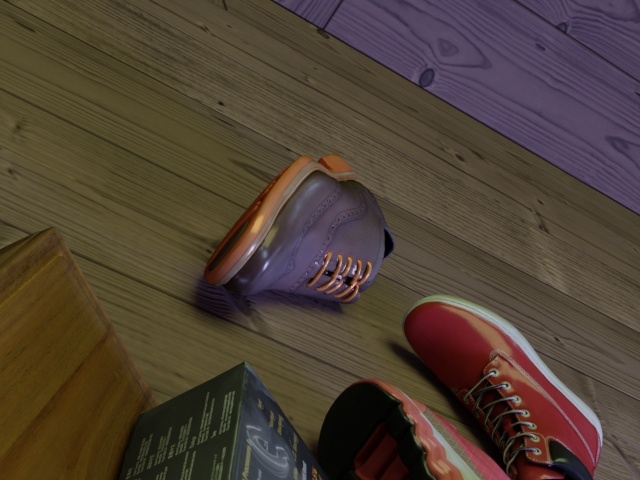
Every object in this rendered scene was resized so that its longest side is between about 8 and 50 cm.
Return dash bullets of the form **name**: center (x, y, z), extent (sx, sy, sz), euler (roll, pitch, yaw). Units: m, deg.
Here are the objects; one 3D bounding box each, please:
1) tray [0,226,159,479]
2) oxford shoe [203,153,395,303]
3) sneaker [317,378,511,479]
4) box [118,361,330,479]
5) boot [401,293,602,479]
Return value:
- **tray**: center (-0.158, 0.155, 0.442), extent (0.203, 0.076, 0.411), euler (63, 15, -13)
- **oxford shoe**: center (0.000, 0.000, 1.086), extent (0.133, 0.130, 0.363), euler (44, 21, 5)
- **sneaker**: center (0.127, 0.222, 0.806), extent (0.136, 0.116, 0.314), euler (18, 27, -43)
- **box**: center (-0.010, 0.233, 0.481), extent (0.242, 0.076, 0.307), euler (58, 13, -21)
- **boot**: center (0.171, 0.159, 1.062), extent (0.244, 0.088, 0.176), euler (40, 22, 2)
